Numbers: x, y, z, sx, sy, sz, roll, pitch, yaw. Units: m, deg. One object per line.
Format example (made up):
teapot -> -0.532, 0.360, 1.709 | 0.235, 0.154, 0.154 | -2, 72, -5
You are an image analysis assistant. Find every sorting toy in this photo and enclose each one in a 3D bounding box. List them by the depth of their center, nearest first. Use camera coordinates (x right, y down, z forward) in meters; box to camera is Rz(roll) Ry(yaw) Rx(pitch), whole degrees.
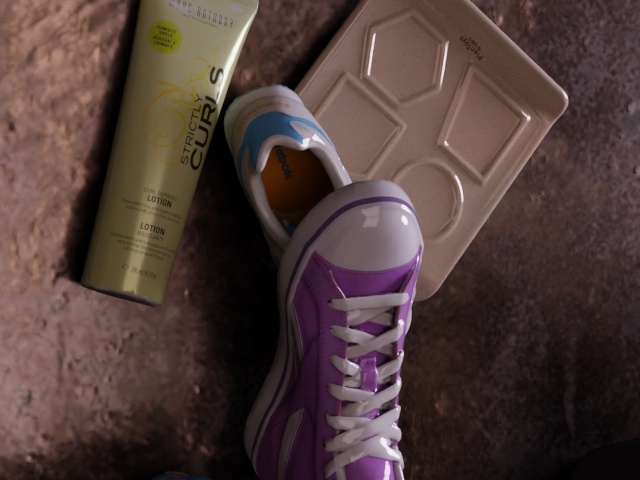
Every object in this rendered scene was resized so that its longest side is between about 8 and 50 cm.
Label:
sorting toy -> 0.068, -0.086, 1.332 | 0.193, 0.038, 0.208 | 40, 83, -22

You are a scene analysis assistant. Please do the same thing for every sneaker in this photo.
sneaker -> 0.033, 0.105, 1.197 | 0.102, 0.161, 0.282 | -5, 129, -22
sneaker -> 0.000, 0.000, 1.258 | 0.087, 0.092, 0.228 | -30, 117, 4

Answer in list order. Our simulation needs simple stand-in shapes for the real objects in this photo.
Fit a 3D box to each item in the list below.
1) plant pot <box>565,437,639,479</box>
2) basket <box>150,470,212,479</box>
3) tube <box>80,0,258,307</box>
plant pot -> 0.264, 0.266, 1.382 | 0.187, 0.167, 0.188 | 44, 78, -22
basket -> -0.123, 0.295, 1.160 | 0.289, 0.255, 0.201 | -34, 110, -30
tube -> -0.114, -0.075, 1.237 | 0.070, 0.062, 0.240 | 32, 71, -66
